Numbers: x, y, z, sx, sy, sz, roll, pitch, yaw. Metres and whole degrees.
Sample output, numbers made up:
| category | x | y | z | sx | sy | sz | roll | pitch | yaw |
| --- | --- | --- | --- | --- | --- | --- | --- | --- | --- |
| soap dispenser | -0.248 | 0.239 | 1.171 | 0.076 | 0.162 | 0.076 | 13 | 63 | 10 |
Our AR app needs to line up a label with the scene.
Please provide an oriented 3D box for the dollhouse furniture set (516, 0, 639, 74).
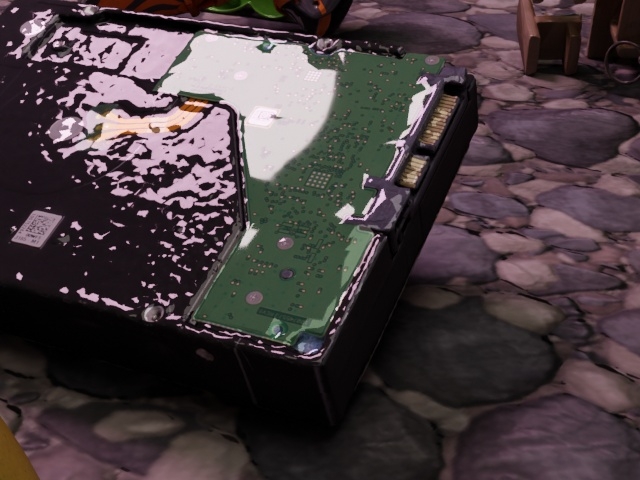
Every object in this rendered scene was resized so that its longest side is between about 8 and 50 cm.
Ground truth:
| category | x | y | z | sx | sy | sz | roll | pitch | yaw |
| --- | --- | --- | --- | --- | --- | --- | --- | --- | --- |
| dollhouse furniture set | 0.299 | -0.289 | 0.981 | 0.212 | 0.242 | 0.161 | 1 | 41 | 2 |

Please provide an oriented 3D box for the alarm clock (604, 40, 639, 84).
| category | x | y | z | sx | sy | sz | roll | pitch | yaw |
| --- | --- | --- | --- | --- | --- | --- | --- | --- | --- |
| alarm clock | 0.329 | -0.163 | 0.886 | 0.192 | 0.129 | 0.064 | -3 | 19 | 41 |

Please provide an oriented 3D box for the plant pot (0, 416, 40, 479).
| category | x | y | z | sx | sy | sz | roll | pitch | yaw |
| --- | --- | --- | --- | --- | --- | --- | --- | --- | --- |
| plant pot | -0.148 | 0.116 | 0.377 | 0.095 | 0.134 | 0.134 | 35 | 35 | 4 |

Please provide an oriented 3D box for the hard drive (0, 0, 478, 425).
| category | x | y | z | sx | sy | sz | roll | pitch | yaw |
| --- | --- | --- | --- | --- | --- | --- | --- | --- | --- |
| hard drive | -0.101 | -0.038 | 0.630 | 0.339 | 0.064 | 0.237 | 11 | 52 | 22 |

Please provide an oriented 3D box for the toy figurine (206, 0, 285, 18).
| category | x | y | z | sx | sy | sz | roll | pitch | yaw |
| --- | --- | --- | --- | --- | --- | --- | --- | --- | --- |
| toy figurine | -0.063 | -0.326 | 1.214 | 0.173 | 0.130 | 0.159 | 33 | 27 | 11 |

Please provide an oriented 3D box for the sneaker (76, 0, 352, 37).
| category | x | y | z | sx | sy | sz | roll | pitch | yaw |
| --- | --- | --- | --- | --- | --- | --- | --- | --- | --- |
| sneaker | -0.080 | -0.262 | 1.061 | 0.321 | 0.180 | 0.124 | -33 | 0 | 4 |
